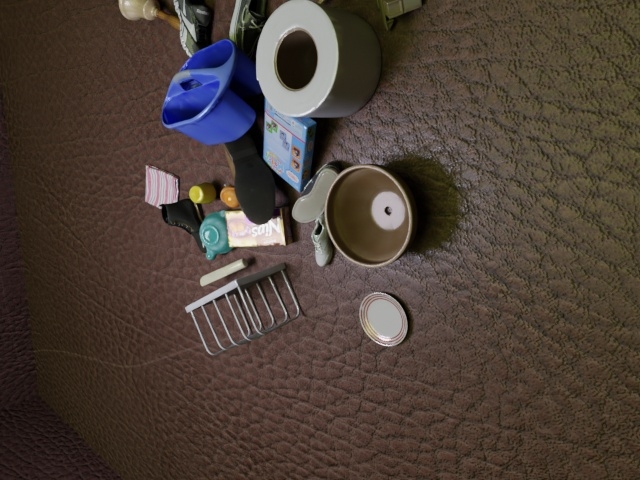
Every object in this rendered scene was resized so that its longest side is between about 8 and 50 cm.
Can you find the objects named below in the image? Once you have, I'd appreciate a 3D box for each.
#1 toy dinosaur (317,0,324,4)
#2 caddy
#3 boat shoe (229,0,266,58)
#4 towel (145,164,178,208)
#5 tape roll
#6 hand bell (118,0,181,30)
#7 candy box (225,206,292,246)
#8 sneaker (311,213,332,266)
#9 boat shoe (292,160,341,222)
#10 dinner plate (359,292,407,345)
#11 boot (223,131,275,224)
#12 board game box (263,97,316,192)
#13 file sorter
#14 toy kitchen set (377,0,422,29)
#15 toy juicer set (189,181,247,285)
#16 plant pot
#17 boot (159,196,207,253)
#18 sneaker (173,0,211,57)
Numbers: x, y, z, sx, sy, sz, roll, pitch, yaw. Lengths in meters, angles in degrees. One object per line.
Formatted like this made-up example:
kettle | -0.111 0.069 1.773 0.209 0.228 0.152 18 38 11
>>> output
toy dinosaur | 0.033 -0.597 1.124 0.092 0.053 0.183 52 122 37
caddy | -0.303 -0.398 1.293 0.341 0.179 0.241 4 72 47
boat shoe | -0.187 -0.588 1.281 0.070 0.078 0.219 23 113 35
towel | -0.579 -0.184 1.742 0.197 0.029 0.144 23 114 34
tape roll | -0.005 -0.408 1.111 0.246 0.169 0.246 12 108 38
hand bell | -0.499 -0.708 1.516 0.242 0.126 0.126 33 121 15
candy box | -0.178 -0.039 1.392 0.187 0.053 0.109 -1 100 23
sneaker | 0.000 0.000 1.280 0.054 0.061 0.152 18 113 34
boat shoe | -0.007 -0.125 1.267 0.075 0.065 0.206 29 132 -11
dinner plate | 0.161 0.198 1.222 0.141 0.017 0.141 11 107 39
boot | -0.201 -0.169 1.367 0.115 0.112 0.305 113 140 -65
board game box | -0.086 -0.251 1.258 0.160 0.039 0.211 41 144 25
file sorter | -0.224 0.209 1.435 0.278 0.193 0.173 -28 84 41
toy kitchen set | 0.169 -0.503 1.040 0.083 0.075 0.068 -109 -3 -46
toy juicer set | -0.292 -0.022 1.516 0.209 0.089 0.329 -1 99 22
plant pot | 0.133 -0.062 1.120 0.237 0.110 0.237 11 107 39
boot | -0.447 -0.040 1.594 0.077 0.137 0.198 -27 84 41
sneaker | -0.364 -0.637 1.417 0.106 0.078 0.234 -15 89 44
